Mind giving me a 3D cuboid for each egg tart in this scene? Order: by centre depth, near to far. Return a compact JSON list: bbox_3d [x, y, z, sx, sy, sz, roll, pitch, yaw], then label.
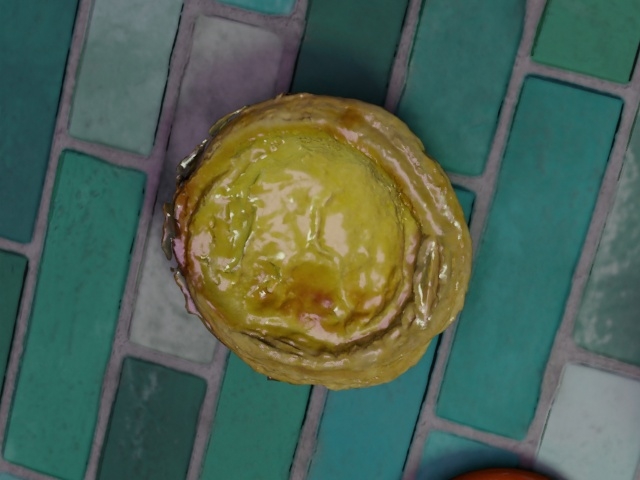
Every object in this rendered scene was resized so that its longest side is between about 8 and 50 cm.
[{"bbox_3d":[0.000,0.000,1.184,0.279,0.095,0.279,4,102,18],"label":"egg tart"}]

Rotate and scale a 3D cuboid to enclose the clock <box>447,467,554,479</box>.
[{"bbox_3d":[0.166,0.303,1.216,0.205,0.051,0.205,2,100,11],"label":"clock"}]
